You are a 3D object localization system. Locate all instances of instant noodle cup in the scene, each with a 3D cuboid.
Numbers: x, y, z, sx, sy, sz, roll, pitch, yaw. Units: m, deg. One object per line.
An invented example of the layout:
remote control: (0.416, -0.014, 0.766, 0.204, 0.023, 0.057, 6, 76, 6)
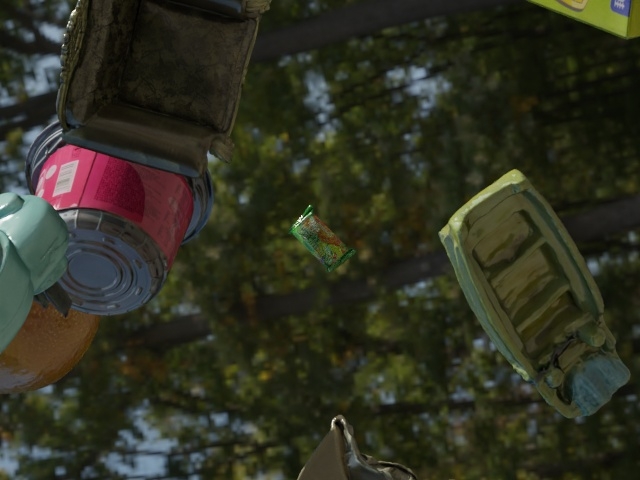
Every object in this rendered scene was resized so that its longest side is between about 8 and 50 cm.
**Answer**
instant noodle cup: (-0.281, -0.020, 1.687, 0.181, 0.258, 0.302, -81, 5, -46)

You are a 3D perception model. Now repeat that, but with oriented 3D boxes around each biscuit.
biscuit: (0.000, 0.000, 1.591, 0.089, 0.046, 0.016, 46, -178, 20)

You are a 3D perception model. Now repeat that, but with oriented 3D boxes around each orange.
orange: (-0.457, 0.089, 1.880, 0.274, 0.274, 0.274, -10, -90, -70)

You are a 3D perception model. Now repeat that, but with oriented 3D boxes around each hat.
hat: (0.066, 0.364, 1.744, 0.244, 0.214, 0.149, -47, -23, -35)

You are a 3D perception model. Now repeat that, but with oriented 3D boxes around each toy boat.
toy boat: (0.195, 0.047, 1.194, 0.276, 0.111, 0.084, 55, 174, -33)

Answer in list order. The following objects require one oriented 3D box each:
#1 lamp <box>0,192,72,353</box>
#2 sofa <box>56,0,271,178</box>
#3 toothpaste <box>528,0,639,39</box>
lamp: (-0.359, 0.055, 1.233, 0.284, 0.209, 0.147, -33, -64, -43)
sofa: (-0.184, -0.215, 1.522, 0.182, 0.200, 0.258, -60, -14, -80)
toothpaste: (0.194, -0.280, 1.148, 0.077, 0.327, 0.110, -15, -58, -29)
